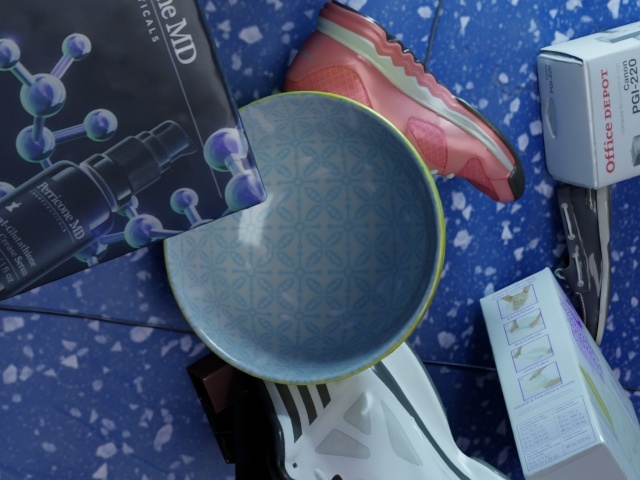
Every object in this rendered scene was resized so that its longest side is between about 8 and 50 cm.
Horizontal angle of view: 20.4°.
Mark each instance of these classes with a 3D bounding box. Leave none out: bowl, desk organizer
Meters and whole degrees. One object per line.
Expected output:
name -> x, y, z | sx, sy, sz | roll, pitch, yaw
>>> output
bowl -> 0.000, 0.000, 1.820 | 0.156, 0.289, 0.289 | 8, 101, -74
desk organizer -> -0.092, 0.182, 1.895 | 0.050, 0.047, 0.130 | -29, 115, -19

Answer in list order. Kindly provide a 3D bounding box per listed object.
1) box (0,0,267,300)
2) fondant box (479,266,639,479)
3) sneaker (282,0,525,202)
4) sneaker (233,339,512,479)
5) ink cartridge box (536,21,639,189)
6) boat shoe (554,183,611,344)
box -> -0.286, -0.124, 1.538 | 0.395, 0.212, 0.293 | -21, 113, -5
fondant box -> 0.290, 0.217, 1.967 | 0.096, 0.330, 0.238 | -28, 120, 11
sneaker -> 0.083, -0.119, 1.904 | 0.314, 0.116, 0.136 | 38, 92, -25
sneaker -> 0.063, 0.295, 1.807 | 0.257, 0.447, 0.169 | -20, 154, -41
ink cartridge box -> 0.366, -0.165, 2.057 | 0.218, 0.092, 0.158 | -17, 110, -25
boat shoe -> 0.309, 0.025, 2.102 | 0.065, 0.075, 0.206 | 2, 113, 12
